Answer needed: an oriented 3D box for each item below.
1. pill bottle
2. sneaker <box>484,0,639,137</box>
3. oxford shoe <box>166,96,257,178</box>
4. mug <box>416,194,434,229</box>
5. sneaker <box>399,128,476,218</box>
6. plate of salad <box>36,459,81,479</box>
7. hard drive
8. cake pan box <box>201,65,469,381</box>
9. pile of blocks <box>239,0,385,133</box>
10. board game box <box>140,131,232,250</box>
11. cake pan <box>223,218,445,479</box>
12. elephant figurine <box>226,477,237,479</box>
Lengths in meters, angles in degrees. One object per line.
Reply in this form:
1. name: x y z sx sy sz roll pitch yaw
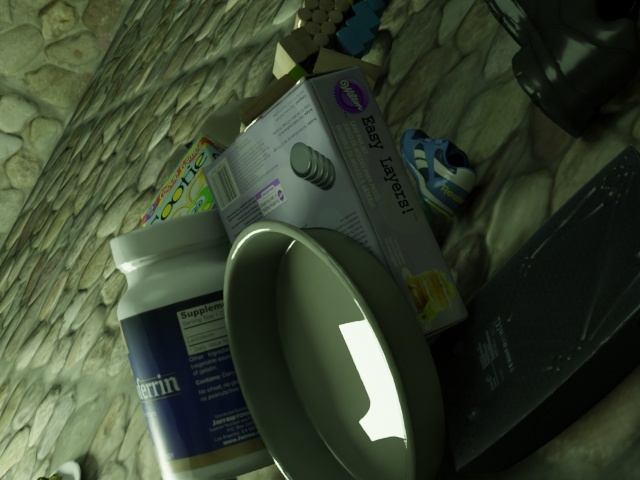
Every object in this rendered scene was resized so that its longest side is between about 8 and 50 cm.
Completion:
1. pill bottle: -0.122 0.109 1.273 0.153 0.153 0.265 -21 84 55
2. sneaker: 0.242 -0.220 1.191 0.130 0.109 0.286 -40 38 23
3. oxford shoe: -0.148 -0.158 1.926 0.212 0.076 0.076 -34 -8 26
4. mug: 0.038 -0.002 1.284 0.129 0.097 0.158 -26 22 -13
5. sneaker: 0.127 -0.081 1.295 0.059 0.053 0.144 -50 33 20
6. plate of salad: -0.408 0.406 1.776 0.200 0.048 0.200 -45 27 31
7. hard drive: 0.193 0.061 0.979 0.255 0.054 0.172 -49 25 25
8. cake pan box: 0.000 0.000 1.146 0.267 0.070 0.246 -34 76 59
9. pile of blocks: 0.008 -0.241 1.655 0.112 0.149 0.362 108 -178 -69
10. board game box: -0.113 0.001 1.496 0.142 0.144 0.275 -52 24 12
11. cake pan: 0.010 0.116 1.073 0.054 0.293 0.293 -20 5 -28
12. elephant figurine: -0.115 0.330 1.190 0.239 0.186 0.169 -27 80 68
